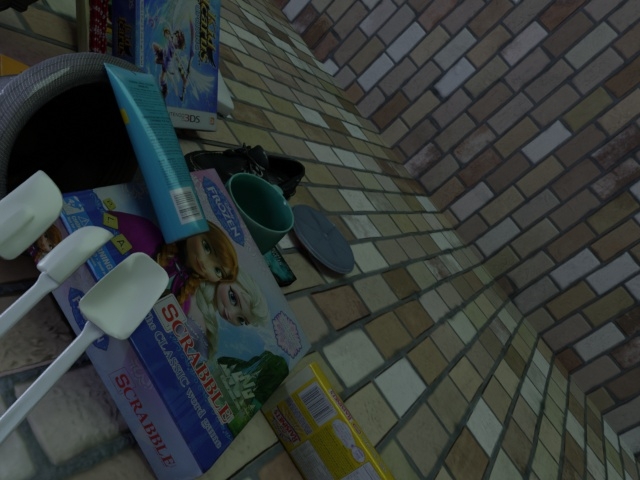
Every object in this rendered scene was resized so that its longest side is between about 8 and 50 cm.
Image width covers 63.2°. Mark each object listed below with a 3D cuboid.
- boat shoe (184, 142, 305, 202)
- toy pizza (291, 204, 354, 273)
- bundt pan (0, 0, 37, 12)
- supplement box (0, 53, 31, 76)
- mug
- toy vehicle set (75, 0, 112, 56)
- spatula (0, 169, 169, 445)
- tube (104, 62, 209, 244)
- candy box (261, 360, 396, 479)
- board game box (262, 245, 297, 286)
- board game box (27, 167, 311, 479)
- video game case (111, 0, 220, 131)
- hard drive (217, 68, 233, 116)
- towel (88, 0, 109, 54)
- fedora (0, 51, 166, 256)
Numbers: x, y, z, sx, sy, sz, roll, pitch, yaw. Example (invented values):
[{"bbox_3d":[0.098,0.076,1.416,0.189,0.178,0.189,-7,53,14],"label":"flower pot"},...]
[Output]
[{"bbox_3d":[-0.141,-0.143,1.060,0.340,0.113,0.127,10,45,-56],"label":"boat shoe"},{"bbox_3d":[0.000,0.000,1.191,0.201,0.032,0.201,38,25,-21],"label":"toy pizza"},{"bbox_3d":[-0.393,-0.459,0.620,0.331,0.124,0.330,-8,90,-79],"label":"bundt pan"},{"bbox_3d":[-0.361,-0.171,0.758,0.233,0.080,0.078,23,33,-48],"label":"supplement box"},{"bbox_3d":[-0.116,-0.034,0.881,0.158,0.097,0.129,4,49,-51],"label":"mug"},{"bbox_3d":[-0.361,-0.386,1.065,0.267,0.035,0.166,10,63,-51],"label":"toy vehicle set"},{"bbox_3d":[-0.267,0.070,0.452,0.168,0.019,0.242,44,57,-14],"label":"spatula"},{"bbox_3d":[-0.186,-0.100,0.602,0.080,0.052,0.207,-24,97,-73],"label":"tube"},{"bbox_3d":[0.011,0.273,0.685,0.206,0.105,0.027,55,24,13],"label":"candy box"},{"bbox_3d":[-0.130,0.007,0.953,0.186,0.026,0.126,55,23,15],"label":"board game box"},{"bbox_3d":[-0.161,0.073,0.662,0.318,0.066,0.318,62,23,-3],"label":"board game box"},{"bbox_3d":[-0.282,-0.348,0.982,0.061,0.269,0.244,8,11,21],"label":"video game case"},{"bbox_3d":[-0.353,-0.426,1.219,0.307,0.040,0.203,22,34,-47],"label":"hard drive"},{"bbox_3d":[-0.344,-0.325,0.817,0.031,0.275,0.199,2,45,-23],"label":"towel"},{"bbox_3d":[-0.318,-0.112,0.617,0.124,0.243,0.275,23,31,13],"label":"fedora"}]
